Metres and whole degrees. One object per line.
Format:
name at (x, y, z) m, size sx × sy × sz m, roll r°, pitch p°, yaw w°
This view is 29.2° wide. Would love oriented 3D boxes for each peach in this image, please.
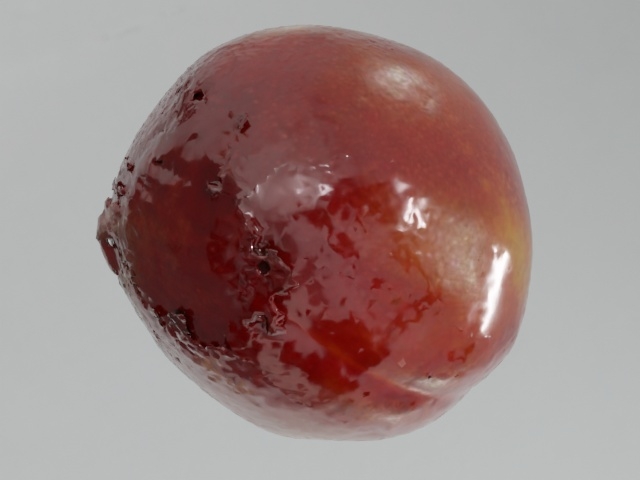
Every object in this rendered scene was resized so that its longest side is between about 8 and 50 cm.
peach at (0.000, 0.000, 1.022) m, size 0.370 × 0.370 × 0.370 m, roll 57°, pitch -18°, yaw 29°
